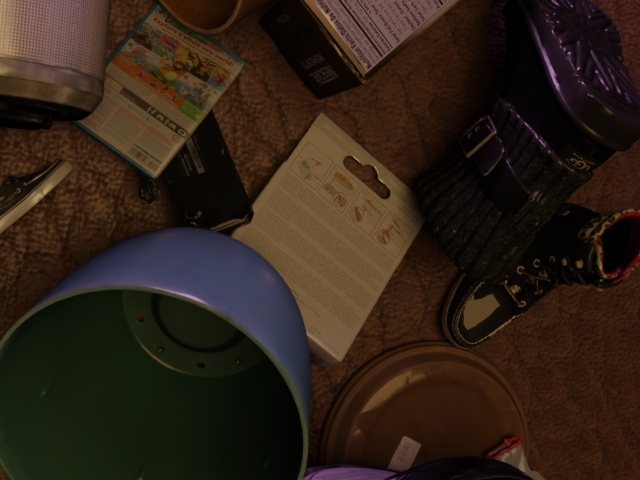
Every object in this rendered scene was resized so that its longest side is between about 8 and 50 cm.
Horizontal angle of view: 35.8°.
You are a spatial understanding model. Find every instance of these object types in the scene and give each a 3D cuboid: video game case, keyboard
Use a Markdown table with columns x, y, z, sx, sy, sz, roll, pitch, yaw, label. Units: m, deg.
| x | y | z | sx | sy | sz | roll | pitch | yaw | label |
| --- | --- | --- | --- | --- | --- | --- | --- | --- | --- |
| -0.176 | -0.163 | 1.067 | 0.119 | 0.015 | 0.166 | 36 | 75 | 0 | video game case |
| -0.153 | -0.085 | 1.074 | 0.108 | 0.023 | 0.180 | -21 | 82 | -13 | keyboard |

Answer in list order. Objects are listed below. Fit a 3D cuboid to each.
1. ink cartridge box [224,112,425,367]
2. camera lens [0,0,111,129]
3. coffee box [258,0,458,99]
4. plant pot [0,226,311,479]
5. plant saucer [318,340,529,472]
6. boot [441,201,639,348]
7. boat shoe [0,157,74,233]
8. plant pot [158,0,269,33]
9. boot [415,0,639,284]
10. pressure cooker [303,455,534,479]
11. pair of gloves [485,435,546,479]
| x | y | z | sx | sy | sz | roll | pitch | yaw | label |
| --- | --- | --- | --- | --- | --- | --- | --- | --- | --- |
| 0.000 | 0.000 | 1.146 | 0.189 | 0.066 | 0.232 | 40 | 60 | -15 | ink cartridge box |
| -0.309 | -0.249 | 0.938 | 0.220 | 0.219 | 0.274 | 5 | 91 | -17 | camera lens |
| 0.092 | -0.298 | 1.087 | 0.297 | 0.168 | 0.119 | -42 | 103 | -10 | coffee box |
| -0.141 | 0.121 | 0.973 | 0.293 | 0.235 | 0.292 | 3 | 115 | 7 | plant pot |
| 0.134 | 0.261 | 1.196 | 0.278 | 0.041 | 0.277 | -1 | 94 | -16 | plant saucer |
| 0.257 | 0.040 | 1.148 | 0.236 | 0.178 | 0.085 | -43 | 104 | -12 | boot |
| -0.323 | -0.043 | 1.035 | 0.142 | 0.049 | 0.040 | -41 | 103 | -9 | boat shoe |
| -0.051 | -0.368 | 1.028 | 0.254 | 0.237 | 0.237 | -29 | 101 | -29 | plant pot |
| 0.221 | -0.143 | 1.144 | 0.131 | 0.348 | 0.260 | 24 | 128 | -18 | boot |
| 0.088 | 0.410 | 0.972 | 0.376 | 0.370 | 0.420 | 17 | 99 | -1 | pressure cooker |
| 0.196 | 0.336 | 1.186 | 0.198 | 0.023 | 0.159 | -25 | 99 | -13 | pair of gloves |
